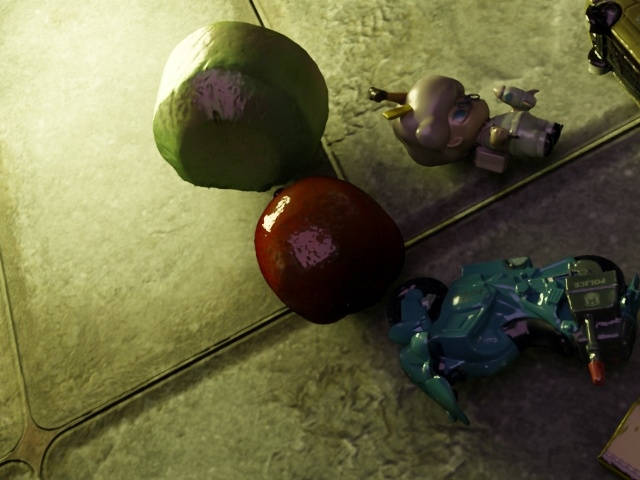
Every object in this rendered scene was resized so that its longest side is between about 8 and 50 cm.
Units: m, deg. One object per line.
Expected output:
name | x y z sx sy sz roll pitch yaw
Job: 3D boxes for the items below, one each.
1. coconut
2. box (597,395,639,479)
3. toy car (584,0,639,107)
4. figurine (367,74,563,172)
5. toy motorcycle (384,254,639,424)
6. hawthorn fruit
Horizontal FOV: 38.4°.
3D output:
coconut | -0.106 -0.170 1.179 0.236 0.204 0.235 -35 28 22
box | 0.409 0.143 0.881 0.153 0.041 0.279 32 78 32
toy car | 0.401 -0.192 1.033 0.124 0.101 0.256 -27 57 2
figurine | 0.170 -0.138 1.101 0.229 0.111 0.137 13 41 22
toy motorcycle | 0.194 0.097 0.952 0.272 0.123 0.182 -10 49 19
hawthorn fruit | 0.000 0.000 1.056 0.169 0.169 0.188 -36 66 2
